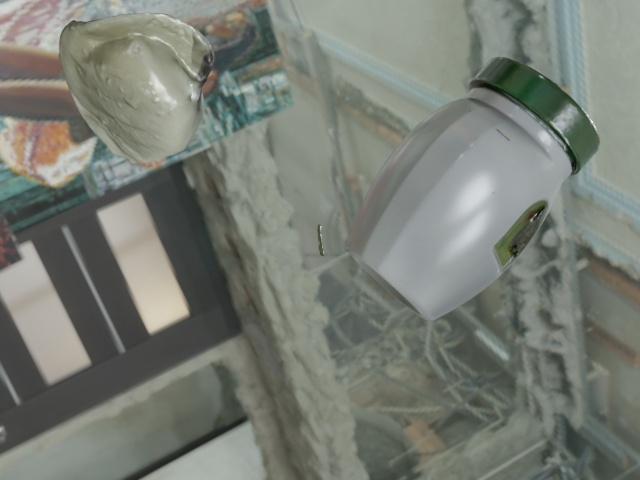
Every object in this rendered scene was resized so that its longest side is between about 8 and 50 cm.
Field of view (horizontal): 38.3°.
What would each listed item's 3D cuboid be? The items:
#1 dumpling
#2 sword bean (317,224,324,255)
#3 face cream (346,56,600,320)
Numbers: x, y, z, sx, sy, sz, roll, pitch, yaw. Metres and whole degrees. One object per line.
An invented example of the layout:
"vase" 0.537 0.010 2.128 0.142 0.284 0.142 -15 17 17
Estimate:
"dumpling" -0.176 -0.151 0.866 0.150 0.092 0.176 33 -20 -14
"sword bean" 0.000 0.000 1.729 0.083 0.012 0.012 -96 176 -46
"face cream" 0.212 -0.069 1.342 0.219 0.357 0.312 39 -3 26
